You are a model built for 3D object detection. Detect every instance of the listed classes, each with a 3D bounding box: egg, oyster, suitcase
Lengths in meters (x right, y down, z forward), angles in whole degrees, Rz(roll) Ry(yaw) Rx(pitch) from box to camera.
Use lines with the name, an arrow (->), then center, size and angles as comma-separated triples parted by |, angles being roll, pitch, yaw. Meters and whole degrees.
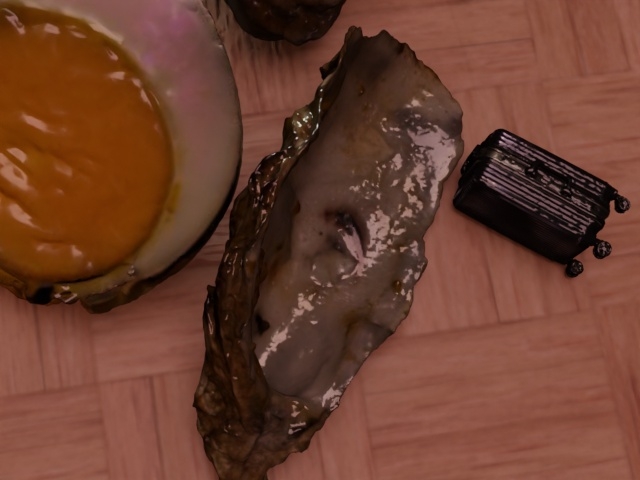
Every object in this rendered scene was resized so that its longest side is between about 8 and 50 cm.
egg -> -0.181, -0.103, 0.850 | 0.264, 0.174, 0.286 | -34, 99, 12
oyster -> -0.016, -0.001, 0.846 | 0.111, 0.204, 0.396 | 12, 68, 35
suitcase -> 0.169, -0.031, 0.913 | 0.126, 0.086, 0.059 | 28, 72, 1

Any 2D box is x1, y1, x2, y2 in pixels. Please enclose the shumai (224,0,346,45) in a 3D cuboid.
shumai -> -0.024, -0.286, 0.901 | 0.185, 0.184, 0.218 | -32, 60, 21
